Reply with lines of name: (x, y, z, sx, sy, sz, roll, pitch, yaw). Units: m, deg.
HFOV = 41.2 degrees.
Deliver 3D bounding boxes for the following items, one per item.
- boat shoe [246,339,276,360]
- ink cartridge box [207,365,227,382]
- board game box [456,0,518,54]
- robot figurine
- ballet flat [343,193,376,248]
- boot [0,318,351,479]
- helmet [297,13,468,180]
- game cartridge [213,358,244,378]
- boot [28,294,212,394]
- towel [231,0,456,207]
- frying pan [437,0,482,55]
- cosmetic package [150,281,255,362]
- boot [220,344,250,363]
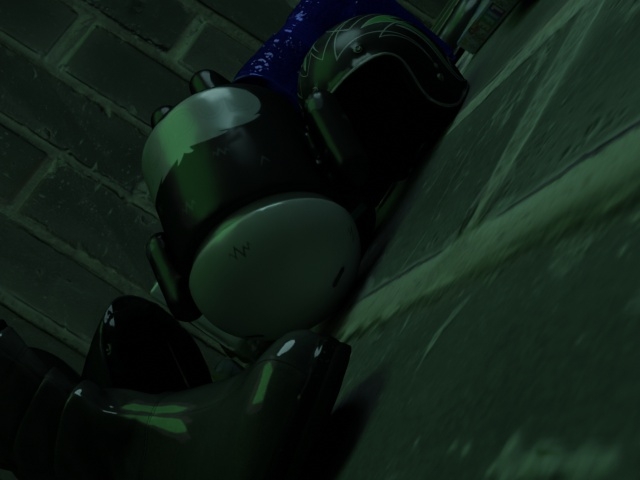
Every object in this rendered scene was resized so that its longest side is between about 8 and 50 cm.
boat shoe: (-0.064, 0.097, 1.030, 0.073, 0.080, 0.223, -52, 8, 1)
ink cartridge box: (-0.215, 0.219, 1.234, 0.104, 0.181, 0.061, -60, 4, -33)
board game box: (0.219, -0.296, 0.993, 0.103, 0.026, 0.154, -58, 3, -20)
robot figurine: (-0.069, -0.036, 0.825, 0.173, 0.278, 0.209, -10, -37, -25)
ballet flat: (0.000, 0.000, 1.011, 0.096, 0.095, 0.280, -48, 11, -17)
boot: (-0.134, 0.120, 0.549, 0.338, 0.222, 0.118, -55, 4, 46)
helmet: (0.058, -0.161, 0.909, 0.169, 0.161, 0.169, -57, 3, 5)
game cartridge: (-0.229, 0.341, 1.463, 0.294, 0.060, 0.196, -57, -1, -1)
boot: (-0.282, 0.199, 1.028, 0.146, 0.367, 0.445, -28, -18, -33)
towel: (0.048, -0.211, 1.072, 0.076, 0.227, 0.308, -35, 18, 47)
frying pan: (0.216, -0.326, 1.224, 0.197, 0.053, 0.326, -58, 0, 2)
cosmetic package: (-0.067, -0.025, 1.271, 0.385, 0.156, 0.217, -57, -11, -8)
boot: (-0.128, 0.172, 1.525, 0.084, 0.059, 0.158, -32, 10, -17)
